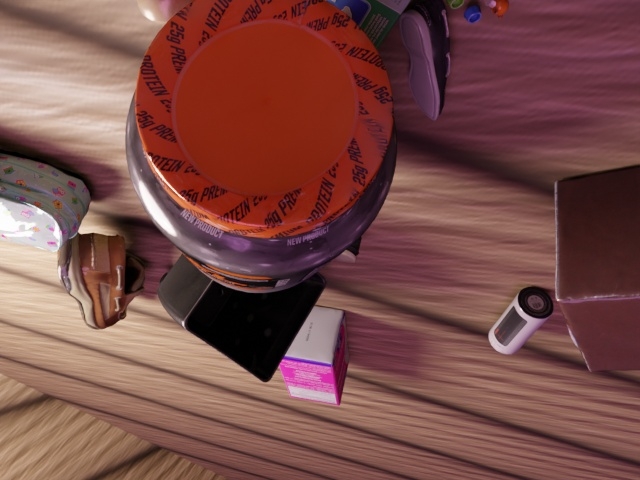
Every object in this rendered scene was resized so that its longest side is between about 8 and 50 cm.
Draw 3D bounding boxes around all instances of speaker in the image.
[{"bbox_3d":[0.309,0.127,0.861,0.055,0.055,0.136,13,147,4],"label":"speaker"}]

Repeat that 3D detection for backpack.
[{"bbox_3d":[-0.451,-0.060,0.843,0.182,0.115,0.152,16,144,-6],"label":"backpack"}]

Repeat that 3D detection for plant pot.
[{"bbox_3d":[-0.137,0.078,0.861,0.167,0.187,0.188,11,153,47],"label":"plant pot"}]

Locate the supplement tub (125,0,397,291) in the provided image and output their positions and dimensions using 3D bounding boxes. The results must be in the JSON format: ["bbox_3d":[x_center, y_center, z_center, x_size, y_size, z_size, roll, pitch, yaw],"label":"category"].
[{"bbox_3d":[-0.053,-0.062,0.506,0.207,0.207,0.338,18,169,-4],"label":"supplement tub"}]

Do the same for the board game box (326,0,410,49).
[{"bbox_3d":[-0.008,-0.262,0.432,0.214,0.046,0.317,25,145,-13],"label":"board game box"}]

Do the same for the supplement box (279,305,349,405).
[{"bbox_3d":[-0.010,0.227,1.084,0.114,0.111,0.220,8,146,10],"label":"supplement box"}]

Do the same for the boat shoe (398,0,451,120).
[{"bbox_3d":[0.106,-0.170,0.527,0.046,0.038,0.125,46,168,41],"label":"boat shoe"}]

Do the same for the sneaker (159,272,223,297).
[{"bbox_3d":[-0.186,0.112,1.015,0.232,0.081,0.090,9,153,11],"label":"sneaker"}]

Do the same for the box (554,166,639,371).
[{"bbox_3d":[0.375,0.029,0.590,0.203,0.167,0.168,-9,140,32],"label":"box"}]

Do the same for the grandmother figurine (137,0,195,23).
[{"bbox_3d":[-0.095,-0.274,0.247,0.104,0.208,0.342,37,168,19],"label":"grandmother figurine"}]

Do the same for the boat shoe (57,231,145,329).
[{"bbox_3d":[-0.381,0.080,1.014,0.120,0.122,0.324,-8,159,-13],"label":"boat shoe"}]

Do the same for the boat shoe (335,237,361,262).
[{"bbox_3d":[0.001,0.001,0.817,0.133,0.042,0.049,8,158,35],"label":"boat shoe"}]

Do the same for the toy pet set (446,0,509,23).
[{"bbox_3d":[0.139,-0.199,0.406,0.114,0.065,0.122,-32,154,36],"label":"toy pet set"}]
